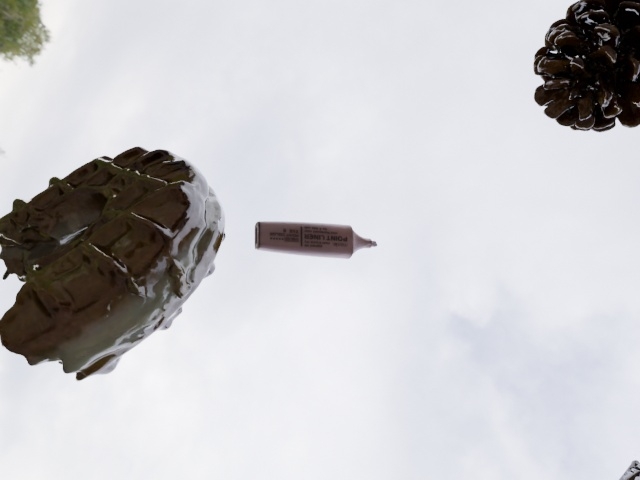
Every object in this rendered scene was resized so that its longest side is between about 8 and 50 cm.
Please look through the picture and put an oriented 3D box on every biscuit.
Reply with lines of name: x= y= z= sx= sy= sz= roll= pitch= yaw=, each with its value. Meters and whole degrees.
biscuit: x=-0.254 y=-0.007 z=0.558 sx=0.268 sy=0.115 sz=0.366 roll=-42 pitch=-138 yaw=-22

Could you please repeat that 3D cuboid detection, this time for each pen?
pen: x=0.000 y=0.000 z=0.684 sx=0.032 sy=0.197 sz=0.053 roll=156 pitch=-66 yaw=-62

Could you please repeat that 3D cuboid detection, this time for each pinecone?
pinecone: x=0.394 y=-0.242 z=0.647 sx=0.208 sy=0.208 sz=0.207 roll=-15 pitch=-119 yaw=28

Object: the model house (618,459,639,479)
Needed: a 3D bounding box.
model house: x=0.467 y=0.343 z=0.520 sx=0.317 sy=0.297 sz=0.282 roll=-39 pitch=-161 yaw=-10
